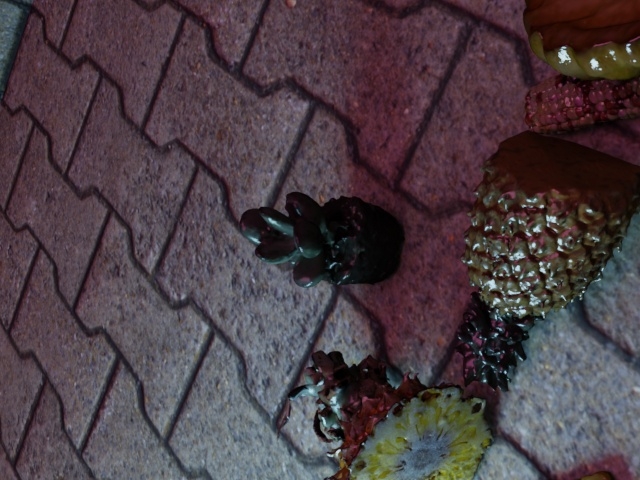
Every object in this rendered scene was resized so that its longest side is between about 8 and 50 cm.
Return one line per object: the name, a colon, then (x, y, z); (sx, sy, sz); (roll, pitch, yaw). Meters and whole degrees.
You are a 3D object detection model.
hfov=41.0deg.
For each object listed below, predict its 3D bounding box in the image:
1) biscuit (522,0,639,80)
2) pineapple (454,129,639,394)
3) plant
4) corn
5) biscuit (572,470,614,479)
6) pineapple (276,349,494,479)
biscuit: (0.394, -0.309, 1.010); (0.325, 0.107, 0.326); (-30, 36, 24)
pineapple: (0.272, 0.042, 1.129); (0.202, 0.202, 0.362); (42, 133, 40)
plant: (-0.001, 0.000, 1.327); (0.146, 0.274, 0.149); (-3, 84, 40)
corn: (0.378, -0.198, 1.092); (0.280, 0.092, 0.092); (-11, 77, 46)
biscuit: (0.312, 0.421, 1.129); (0.254, 0.029, 0.172); (-36, 60, 36)
pineapple: (0.074, 0.263, 1.278); (0.271, 0.262, 0.262); (38, 112, 54)
